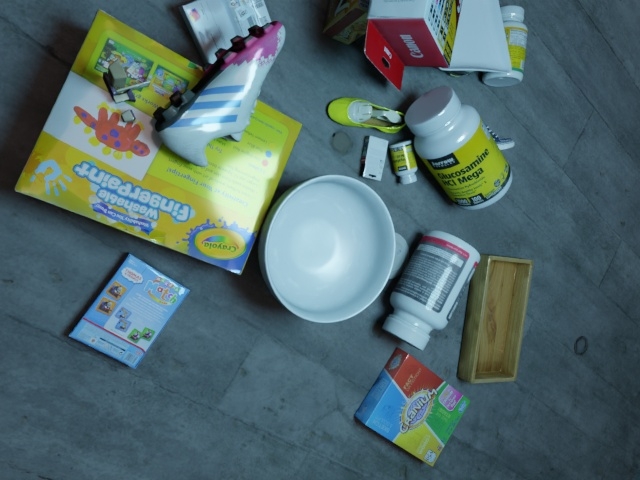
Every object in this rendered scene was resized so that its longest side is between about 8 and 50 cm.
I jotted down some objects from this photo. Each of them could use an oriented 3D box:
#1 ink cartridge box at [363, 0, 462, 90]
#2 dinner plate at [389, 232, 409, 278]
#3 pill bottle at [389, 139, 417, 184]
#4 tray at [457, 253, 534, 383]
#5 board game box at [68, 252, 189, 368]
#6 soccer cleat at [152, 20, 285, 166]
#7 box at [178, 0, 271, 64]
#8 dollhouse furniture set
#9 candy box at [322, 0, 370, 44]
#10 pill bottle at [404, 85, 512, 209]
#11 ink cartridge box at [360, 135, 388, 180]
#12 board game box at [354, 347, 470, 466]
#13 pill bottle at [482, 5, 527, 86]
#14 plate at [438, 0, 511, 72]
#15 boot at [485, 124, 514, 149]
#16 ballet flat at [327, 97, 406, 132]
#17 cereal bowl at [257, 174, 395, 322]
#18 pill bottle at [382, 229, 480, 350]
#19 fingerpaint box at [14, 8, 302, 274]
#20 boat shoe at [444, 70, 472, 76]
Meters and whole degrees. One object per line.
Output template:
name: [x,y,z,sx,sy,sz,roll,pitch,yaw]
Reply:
ink cartridge box: [0.225,-0.517,1.030,0.309,0.130,0.271,-5,106,-64]
dinner plate: [0.205,0.045,1.304,0.141,0.017,0.141,-3,97,-26]
pill bottle: [0.239,-0.222,1.264,0.065,0.065,0.116,-21,104,-22]
tray: [0.577,0.256,1.469,0.203,0.076,0.410,6,94,-26]
board game box: [-0.427,0.158,1.006,0.160,0.039,0.211,38,80,-24]
soccer cleat: [-0.173,-0.285,0.874,0.331,0.116,0.143,-48,127,-13]
box: [-0.206,-0.496,1.022,0.186,0.038,0.145,-35,125,-19]
dollhouse furniture set: [-0.325,-0.273,0.790,0.081,0.114,0.091,-27,102,-25]
candy box: [0.106,-0.674,1.088,0.088,0.183,0.316,10,91,-25]
pill bottle: [0.380,-0.252,1.234,0.334,0.188,0.188,43,77,-32]
ink cartridge box: [0.147,-0.228,1.240,0.063,0.029,0.115,9,92,-26]
board game box: [0.289,0.514,1.365,0.316,0.064,0.242,39,79,-23]
pill bottle: [0.560,-0.586,1.347,0.118,0.117,0.208,3,95,-25]
plate: [0.401,-0.599,1.247,0.277,0.045,0.278,-8,86,-26]
boot: [0.524,-0.322,1.383,0.190,0.069,0.086,-12,103,-22]
ballet flat: [0.135,-0.340,1.196,0.231,0.077,0.077,6,94,-25]
cereal bowl: [0.005,0.015,1.061,0.339,0.141,0.339,-3,98,-24]
pill bottle: [0.308,0.144,1.273,0.176,0.176,0.318,34,81,-24]
fingerpaint box: [-0.320,-0.179,0.952,0.445,0.163,0.371,23,85,-25]
boat shoe: [0.347,-0.534,1.278,0.228,0.069,0.081,18,79,-22]
